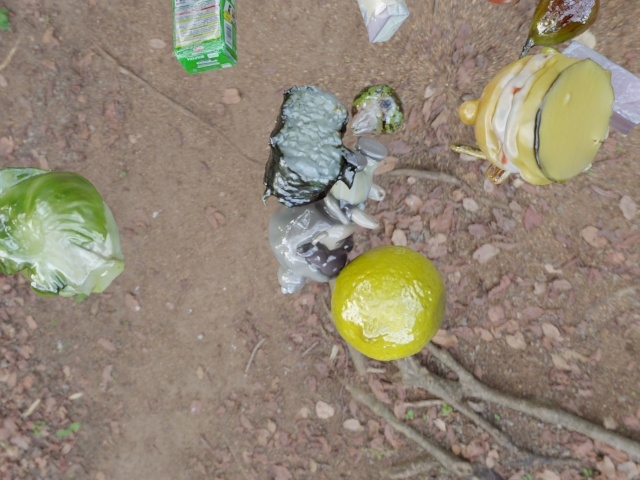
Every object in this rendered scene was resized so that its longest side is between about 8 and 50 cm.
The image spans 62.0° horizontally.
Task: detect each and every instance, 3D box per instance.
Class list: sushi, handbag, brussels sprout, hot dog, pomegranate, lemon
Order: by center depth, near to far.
[{"bbox_3d":[-0.304,-0.010,0.601,0.181,0.100,0.139,34,94,30],"label":"brussels sprout"},{"bbox_3d":[-0.015,-0.148,0.872,0.147,0.213,0.115,8,142,-10],"label":"sushi"},{"bbox_3d":[0.156,0.131,1.193,0.253,0.310,0.254,9,112,24],"label":"lemon"},{"bbox_3d":[0.134,-0.553,1.202,0.095,0.117,0.173,-16,85,-23],"label":"handbag"},{"bbox_3d":[0.133,-0.306,1.321,0.138,0.125,0.163,22,75,31],"label":"pomegranate"},{"bbox_3d":[0.589,-0.250,1.665,0.165,0.071,0.045,-47,135,8],"label":"hot dog"}]

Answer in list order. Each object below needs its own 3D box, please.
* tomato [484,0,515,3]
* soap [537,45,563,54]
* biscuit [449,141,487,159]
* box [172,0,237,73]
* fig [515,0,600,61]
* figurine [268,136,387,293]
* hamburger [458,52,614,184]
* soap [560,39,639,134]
[{"bbox_3d":[0.570,-0.860,1.621,0.255,0.224,0.256,-1,113,-2],"label":"tomato"},{"bbox_3d":[0.582,-0.442,1.361,0.045,0.140,0.089,-38,85,-4],"label":"soap"},{"bbox_3d":[0.459,-0.222,1.394,0.247,0.118,0.029,15,107,9],"label":"biscuit"},{"bbox_3d":[-0.344,-0.638,1.596,0.180,0.103,0.250,-8,74,11],"label":"box"},{"bbox_3d":[0.682,-0.630,1.572,0.274,0.145,0.170,-47,61,18],"label":"fig"},{"bbox_3d":[0.011,-0.057,1.163,0.203,0.248,0.381,28,134,-6],"label":"figurine"},{"bbox_3d":[0.451,-0.262,1.137,0.236,0.276,0.277,26,118,52],"label":"hamburger"},{"bbox_3d":[0.808,-0.432,1.542,0.285,0.296,0.107,40,107,15],"label":"soap"}]
